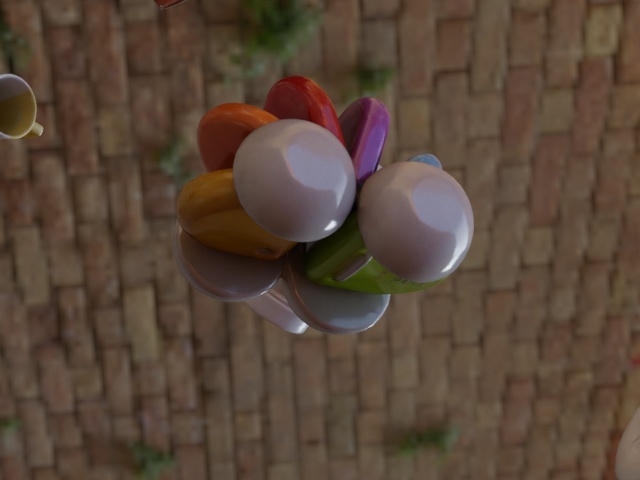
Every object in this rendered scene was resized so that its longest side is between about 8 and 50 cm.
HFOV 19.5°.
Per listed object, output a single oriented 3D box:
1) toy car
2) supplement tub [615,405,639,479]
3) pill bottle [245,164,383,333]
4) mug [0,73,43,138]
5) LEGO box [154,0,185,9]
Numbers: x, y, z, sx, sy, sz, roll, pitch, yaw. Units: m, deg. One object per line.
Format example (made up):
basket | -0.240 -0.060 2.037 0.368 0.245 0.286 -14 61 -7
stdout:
toy car | 0.002 -0.032 1.154 0.159 0.182 0.136 -41 -143 55
supplement tub | 0.418 0.233 1.566 0.193 0.316 0.193 -48 -173 8
pill bottle | 0.000 0.000 1.881 0.180 0.108 0.108 -55 -166 14
mug | -0.315 -0.120 1.804 0.062 0.064 0.078 -45 118 -39
LEGO box | -0.156 -0.489 1.403 0.372 0.193 0.500 52 19 -46
